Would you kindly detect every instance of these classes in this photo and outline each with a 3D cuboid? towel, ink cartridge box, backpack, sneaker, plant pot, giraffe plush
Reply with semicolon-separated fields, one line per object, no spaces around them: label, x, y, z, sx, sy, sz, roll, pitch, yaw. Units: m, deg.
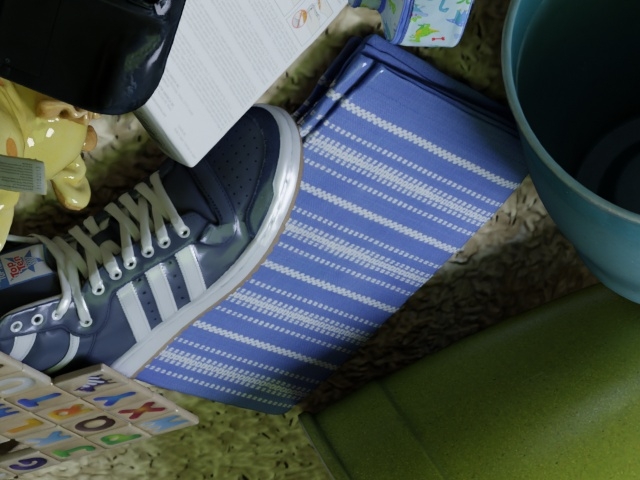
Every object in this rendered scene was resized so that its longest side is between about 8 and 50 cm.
towel;0.000;0.000;1.455;0.336;0.040;0.243;-46;141;20
ink cartridge box;-0.065;-0.156;1.241;0.179;0.045;0.145;-49;144;-13
backpack;0.060;-0.183;1.227;0.084;0.114;0.105;2;135;-10
sneaker;-0.144;0.003;1.306;0.153;0.099;0.282;19;123;-46
plant pot;0.271;-0.078;1.382;0.271;0.272;0.255;-27;156;-5
plant pot;0.229;0.195;1.553;0.353;0.366;0.366;-34;141;-1
giraffe plush;-0.212;-0.081;1.144;0.170;0.210;0.181;-30;142;-63

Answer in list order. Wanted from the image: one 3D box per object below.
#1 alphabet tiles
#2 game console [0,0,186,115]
alphabet tiles;-0.225;0.127;1.366;0.198;0.009;0.237;-17;156;17
game console;-0.245;-0.152;0.952;0.361;0.044;0.213;22;129;2
